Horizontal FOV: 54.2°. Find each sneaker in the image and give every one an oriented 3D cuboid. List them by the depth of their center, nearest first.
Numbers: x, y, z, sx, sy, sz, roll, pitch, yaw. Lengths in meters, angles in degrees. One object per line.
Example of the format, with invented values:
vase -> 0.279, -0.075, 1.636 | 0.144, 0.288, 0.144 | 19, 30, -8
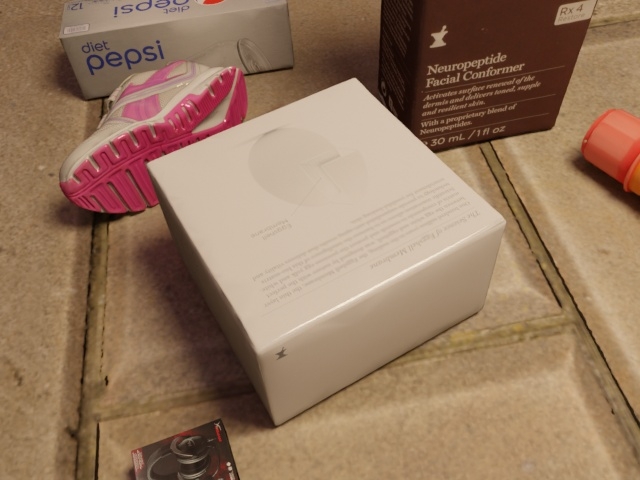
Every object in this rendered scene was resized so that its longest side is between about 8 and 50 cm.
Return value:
sneaker -> -0.200, -0.125, 0.718 | 0.111, 0.103, 0.252 | 24, 50, 27

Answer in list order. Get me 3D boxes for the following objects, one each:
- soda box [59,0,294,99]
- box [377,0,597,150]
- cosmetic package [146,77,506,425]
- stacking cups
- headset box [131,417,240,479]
soda box -> -0.183, -0.271, 0.826 | 0.286, 0.098, 0.091 | -10, 50, -4
box -> 0.169, -0.276, 0.621 | 0.191, 0.381, 0.143 | -12, 51, -6
cosmetic package -> 0.000, 0.000, 0.567 | 0.224, 0.138, 0.225 | -26, 52, -16
stacking cups -> 0.395, -0.022, 0.600 | 0.096, 0.096, 0.316 | -29, 50, -18
headset box -> -0.108, 0.187, 0.492 | 0.083, 0.032, 0.062 | -17, 52, -11
